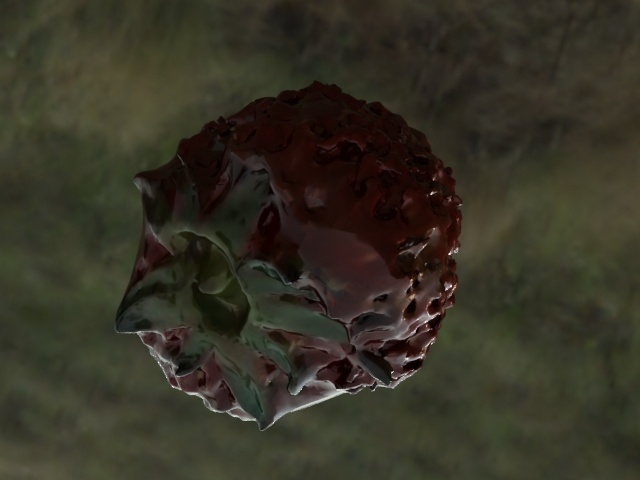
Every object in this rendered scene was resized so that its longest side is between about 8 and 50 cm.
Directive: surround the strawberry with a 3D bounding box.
[{"bbox_3d":[0.000,0.000,1.018,0.184,0.201,0.187,18,123,25],"label":"strawberry"}]
